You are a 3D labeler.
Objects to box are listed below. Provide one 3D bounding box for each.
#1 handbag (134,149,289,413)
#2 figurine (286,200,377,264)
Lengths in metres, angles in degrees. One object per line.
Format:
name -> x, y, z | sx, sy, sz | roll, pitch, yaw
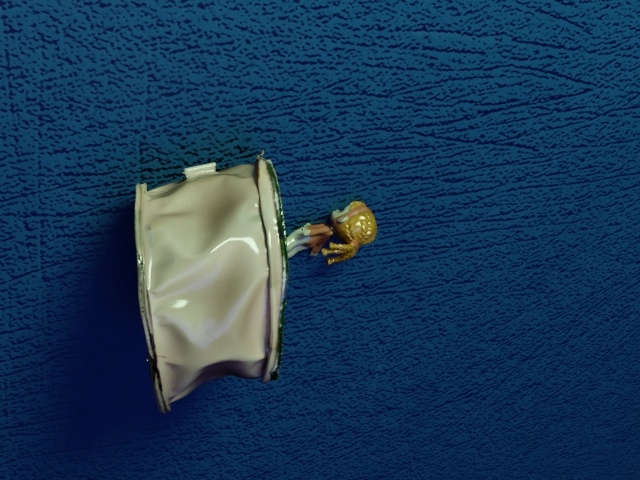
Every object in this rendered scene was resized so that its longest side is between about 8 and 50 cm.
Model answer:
handbag -> -0.092, 0.036, 0.895 | 0.116, 0.179, 0.205 | -5, 114, -8
figurine -> 0.000, 0.000, 0.995 | 0.109, 0.047, 0.064 | -20, 160, 0
